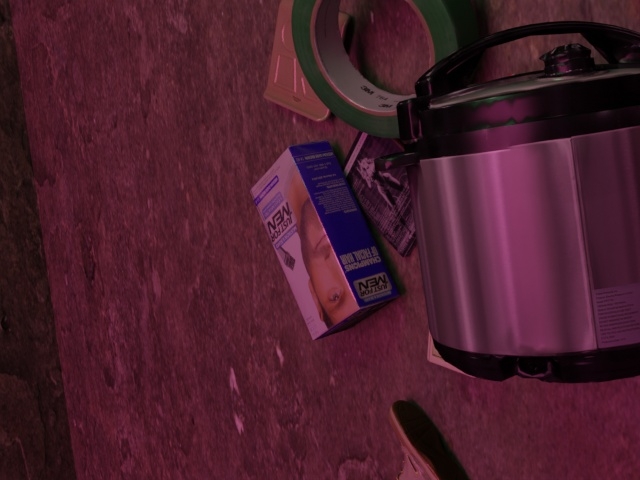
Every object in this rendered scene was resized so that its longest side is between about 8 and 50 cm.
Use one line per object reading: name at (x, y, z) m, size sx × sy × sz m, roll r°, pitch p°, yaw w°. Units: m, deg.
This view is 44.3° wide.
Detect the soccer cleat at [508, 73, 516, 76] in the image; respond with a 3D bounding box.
soccer cleat at (0.256, -0.170, 1.255) m, size 0.095 × 0.083 × 0.248 m, roll 46°, pitch 130°, yaw -7°

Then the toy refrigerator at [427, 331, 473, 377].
toy refrigerator at (0.245, 0.078, 1.293) m, size 0.102 × 0.094 × 0.269 m, roll 16°, pitch 110°, yaw 44°

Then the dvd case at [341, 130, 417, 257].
dvd case at (0.123, -0.101, 1.444) m, size 0.221 × 0.018 × 0.164 m, roll 49°, pitch 131°, yaw 28°

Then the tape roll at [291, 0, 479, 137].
tape roll at (0.101, -0.328, 1.294) m, size 0.321 × 0.077 × 0.321 m, roll 23°, pitch 134°, yaw 27°

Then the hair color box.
hair color box at (0.000, 0.000, 1.521) m, size 0.185 × 0.110 × 0.338 m, roll -42°, pitch 69°, yaw 51°

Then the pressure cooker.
pressure cooker at (0.301, -0.064, 1.001) m, size 0.376 × 0.370 × 0.420 m, roll -3°, pitch 99°, yaw 44°

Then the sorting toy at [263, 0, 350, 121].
sorting toy at (-0.026, -0.356, 1.544) m, size 0.193 × 0.038 × 0.208 m, roll 31°, pitch 115°, yaw 39°

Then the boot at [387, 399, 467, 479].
boot at (0.165, 0.421, 1.466) m, size 0.213 × 0.077 × 0.165 m, roll 55°, pitch 135°, yaw 20°
